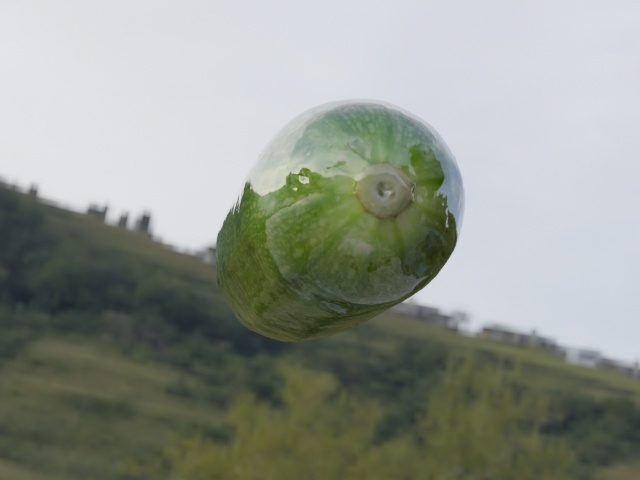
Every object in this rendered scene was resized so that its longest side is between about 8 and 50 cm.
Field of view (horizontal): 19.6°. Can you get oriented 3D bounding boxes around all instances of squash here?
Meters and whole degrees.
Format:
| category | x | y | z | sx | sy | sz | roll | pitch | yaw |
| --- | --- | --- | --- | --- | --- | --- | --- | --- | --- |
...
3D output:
| category | x | y | z | sx | sy | sz | roll | pitch | yaw |
| --- | --- | --- | --- | --- | --- | --- | --- | --- | --- |
| squash | 0.000 | 0.000 | 0.605 | 0.066 | 0.066 | 0.229 | 13 | -8 | -5 |
